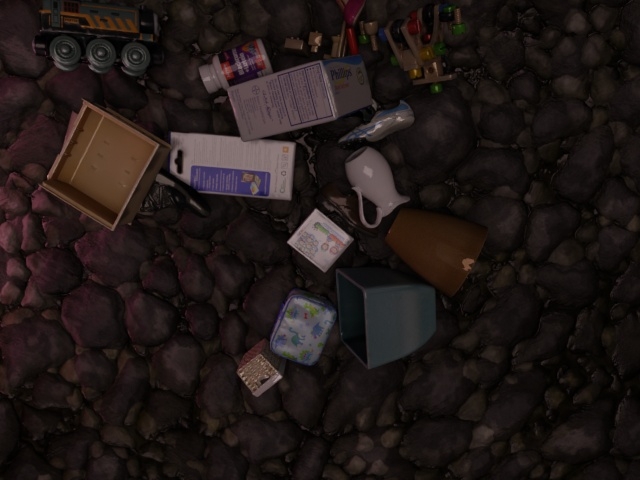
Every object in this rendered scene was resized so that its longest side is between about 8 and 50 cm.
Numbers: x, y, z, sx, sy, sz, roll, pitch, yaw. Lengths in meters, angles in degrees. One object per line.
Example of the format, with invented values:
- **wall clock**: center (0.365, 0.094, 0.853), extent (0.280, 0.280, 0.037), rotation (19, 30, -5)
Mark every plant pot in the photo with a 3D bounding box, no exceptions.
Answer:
- **plant pot**: center (0.210, 0.213, 1.750), extent (0.252, 0.248, 0.247), rotation (-7, 104, -16)
- **plant pot**: center (0.330, 0.006, 1.723), extent (0.254, 0.237, 0.237), rotation (28, 101, 5)

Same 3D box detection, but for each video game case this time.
- **video game case**: center (0.000, 0.000, 1.796), extent (0.157, 0.019, 0.143), rotation (39, 99, -11)

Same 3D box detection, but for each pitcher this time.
- **pitcher**: center (0.147, -0.156, 1.699), extent (0.178, 0.125, 0.207), rotation (-45, 109, -26)

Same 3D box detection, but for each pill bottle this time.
- **pill bottle**: center (-0.238, -0.486, 1.624), extent (0.194, 0.108, 0.108), rotation (-21, 103, 2)

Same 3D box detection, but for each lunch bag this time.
- **lunch bag**: center (-0.058, 0.270, 1.821), extent (0.176, 0.090, 0.219), rotation (21, 102, -8)

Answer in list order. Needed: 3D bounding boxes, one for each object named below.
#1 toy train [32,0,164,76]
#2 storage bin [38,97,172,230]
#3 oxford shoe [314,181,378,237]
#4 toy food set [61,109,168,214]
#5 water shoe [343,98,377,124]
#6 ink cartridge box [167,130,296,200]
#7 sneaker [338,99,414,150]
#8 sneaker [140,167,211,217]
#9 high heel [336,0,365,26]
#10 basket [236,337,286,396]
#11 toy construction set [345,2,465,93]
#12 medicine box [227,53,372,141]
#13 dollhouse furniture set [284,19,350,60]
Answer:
- **toy train**: center (-0.595, -0.554, 1.554), extent (0.334, 0.142, 0.190), rotation (-1, 97, -20)
- **storage bin**: center (-0.583, -0.208, 1.556), extent (0.260, 0.123, 0.262), rotation (31, 99, 3)
- **oxford shoe**: center (0.099, -0.092, 1.748), extent (0.227, 0.083, 0.096), rotation (39, 94, -11)
- **toy food set**: center (-0.604, -0.224, 1.691), extent (0.306, 0.092, 0.219), rotation (18, 101, -15)
- **water shoe**: center (0.060, -0.397, 1.654), extent (0.203, 0.073, 0.080), rotation (20, 79, 7)
- **ink cartridge box**: center (-0.261, -0.223, 1.708), extent (0.371, 0.069, 0.175), rotation (4, 104, -6)
- **sneaker**: center (0.159, -0.336, 1.701), extent (0.237, 0.085, 0.086), rotation (-24, 69, 9)
- **sneaker**: center (-0.431, -0.111, 1.659), extent (0.227, 0.087, 0.130), rotation (33, 103, -7)
- **high heel**: center (0.057, -0.652, 1.540), extent (0.117, 0.244, 0.082), rotation (21, 136, -12)
- **basket**: center (-0.184, 0.393, 1.808), extent (0.113, 0.167, 0.103), rotation (-39, 97, 7)
- **toy construction set**: center (0.244, -0.506, 1.598), extent (0.309, 0.257, 0.237), rotation (-7, 117, 13)
- **medicine box**: center (-0.048, -0.381, 1.528), extent (0.289, 0.263, 0.149), rotation (-7, 107, 28)
- **dollhouse furniture set**: center (-0.002, -0.578, 1.610), extent (0.151, 0.144, 0.123), rotation (11, 98, 10)
